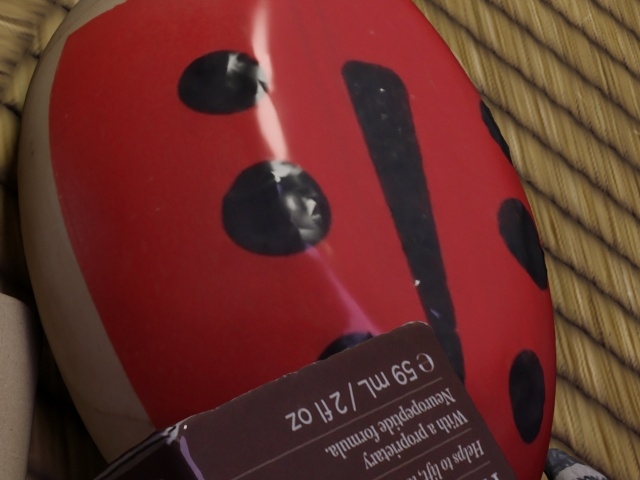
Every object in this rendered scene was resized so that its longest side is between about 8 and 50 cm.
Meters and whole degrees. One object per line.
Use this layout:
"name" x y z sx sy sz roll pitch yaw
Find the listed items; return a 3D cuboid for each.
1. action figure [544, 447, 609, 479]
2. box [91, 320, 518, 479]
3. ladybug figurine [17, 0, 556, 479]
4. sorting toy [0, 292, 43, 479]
"action figure" 0.144 0.231 0.946 0.178 0.341 0.330 54 8 -4
"box" -0.007 0.170 0.773 0.168 0.167 0.203 -20 77 -50
"ladybug figurine" 0.000 0.000 1.029 0.305 0.162 0.449 5 53 -34
"sorting toy" -0.228 0.118 0.841 0.229 0.041 0.307 26 46 -29
